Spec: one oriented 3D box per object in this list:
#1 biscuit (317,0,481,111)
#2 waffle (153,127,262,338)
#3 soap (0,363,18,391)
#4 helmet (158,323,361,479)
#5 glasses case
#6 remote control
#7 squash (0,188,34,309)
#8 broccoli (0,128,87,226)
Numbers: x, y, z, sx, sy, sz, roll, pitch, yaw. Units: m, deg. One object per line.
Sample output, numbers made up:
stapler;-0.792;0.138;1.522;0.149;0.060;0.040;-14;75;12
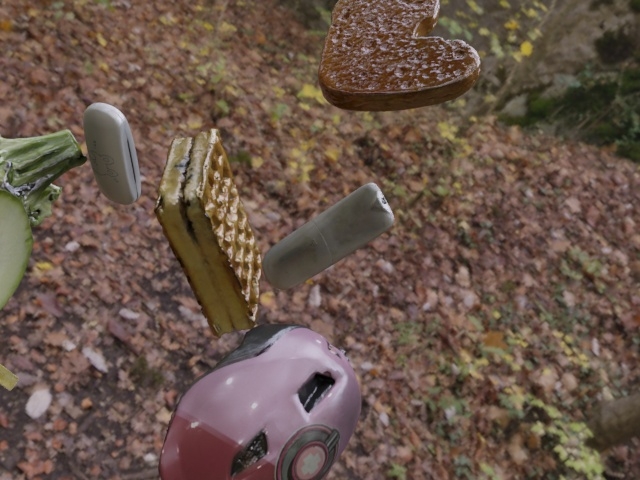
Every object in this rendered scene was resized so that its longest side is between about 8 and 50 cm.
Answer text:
biscuit;0.131;-0.316;1.184;0.052;0.262;0.277;64;28;-51
waffle;-0.182;-0.007;1.242;0.213;0.091;0.308;-90;166;-51
soap;-0.731;0.220;1.479;0.092;0.037;0.252;9;-34;45
helmet;-0.044;0.212;0.820;0.253;0.154;0.198;-60;140;-45
glasses case;-0.414;-0.168;1.440;0.092;0.233;0.059;17;46;13
remote control;0.000;0.000;1.028;0.044;0.229;0.073;-6;68;-58
squash;-0.452;0.046;0.872;0.260;0.189;0.189;-23;66;-32
broccoli;-0.582;-0.126;1.425;0.247;0.243;0.263;44;-22;49
